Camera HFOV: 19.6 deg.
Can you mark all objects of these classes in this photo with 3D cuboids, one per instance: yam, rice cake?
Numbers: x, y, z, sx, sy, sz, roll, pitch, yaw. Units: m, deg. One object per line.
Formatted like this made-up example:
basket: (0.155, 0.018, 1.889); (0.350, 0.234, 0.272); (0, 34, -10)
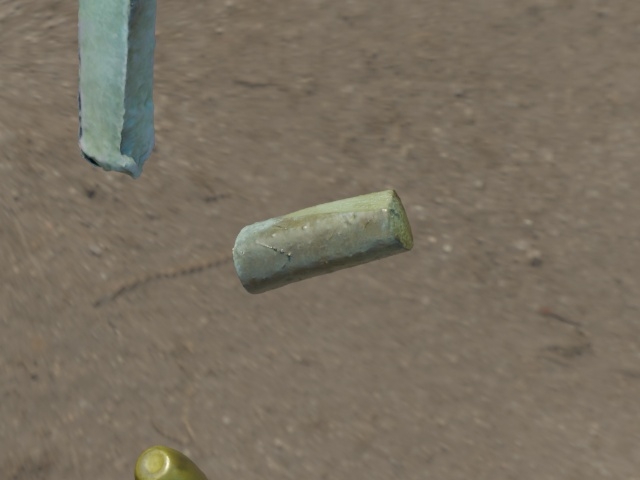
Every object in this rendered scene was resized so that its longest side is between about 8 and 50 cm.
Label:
yam: (0.000, 0.000, 1.736); (0.169, 0.068, 0.068); (-17, 101, 22)
rice cake: (-0.110, -0.130, 1.028); (0.034, 0.043, 0.210); (-36, 142, -45)

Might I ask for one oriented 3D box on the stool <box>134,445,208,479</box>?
stool: (-0.079, 0.153, 0.760); (0.135, 0.134, 0.110); (-52, 147, -5)
